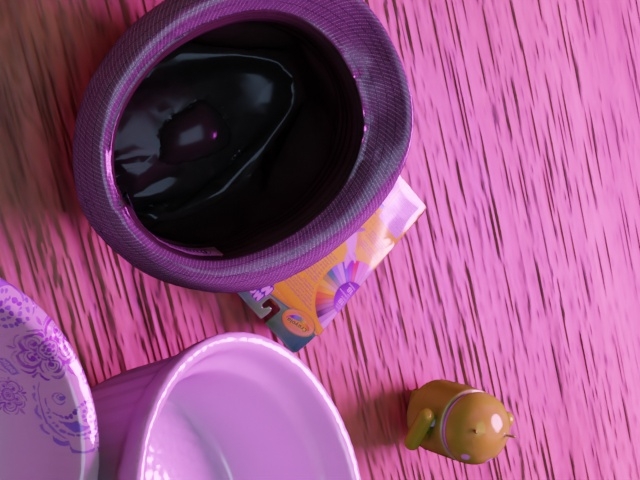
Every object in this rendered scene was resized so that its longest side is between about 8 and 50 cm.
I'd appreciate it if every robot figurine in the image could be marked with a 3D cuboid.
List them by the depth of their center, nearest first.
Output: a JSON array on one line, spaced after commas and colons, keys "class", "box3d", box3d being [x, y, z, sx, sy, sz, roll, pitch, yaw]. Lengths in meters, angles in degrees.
[{"class": "robot figurine", "box3d": [0.122, 0.161, 1.532, 0.101, 0.115, 0.067, 7, 92, -31]}]

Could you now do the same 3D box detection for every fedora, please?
[{"class": "fedora", "box3d": [-0.076, -0.090, 1.379, 0.275, 0.124, 0.243, -38, 111, -12]}]

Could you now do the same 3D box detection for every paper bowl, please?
[{"class": "paper bowl", "box3d": [-0.307, 0.152, 1.187, 0.284, 0.148, 0.284, 1, 89, -40]}]

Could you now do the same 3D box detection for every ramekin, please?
[{"class": "ramekin", "box3d": [-0.097, 0.219, 1.348, 0.277, 0.135, 0.277, 23, 60, -48]}]

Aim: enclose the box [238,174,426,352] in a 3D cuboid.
[{"class": "box", "box3d": [0.000, 0.000, 1.484, 0.179, 0.043, 0.105, -49, 117, -18]}]
